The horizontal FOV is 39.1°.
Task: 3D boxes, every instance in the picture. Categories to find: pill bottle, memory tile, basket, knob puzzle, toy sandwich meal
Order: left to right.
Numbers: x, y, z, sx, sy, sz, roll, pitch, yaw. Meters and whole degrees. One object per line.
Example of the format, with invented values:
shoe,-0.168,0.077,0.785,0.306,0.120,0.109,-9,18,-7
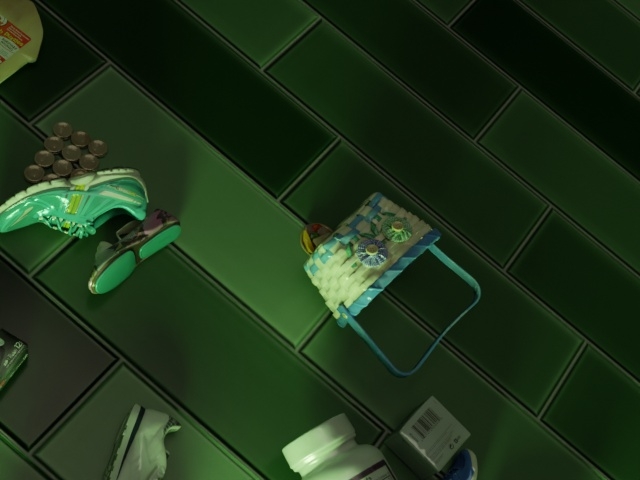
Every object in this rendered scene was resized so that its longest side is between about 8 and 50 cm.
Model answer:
knob puzzle,-0.633,-0.406,1.764,0.213,0.030,0.213,7,63,-14
memory tile,-0.478,-0.149,1.699,0.113,0.012,0.148,26,59,-4
toy sandwich meal,0.000,0.000,1.770,0.086,0.029,0.085,7,63,-15
pill bottle,0.062,0.448,1.492,0.169,0.169,0.301,-24,74,-26
basket,0.130,0.079,1.675,0.289,0.201,0.255,46,61,0

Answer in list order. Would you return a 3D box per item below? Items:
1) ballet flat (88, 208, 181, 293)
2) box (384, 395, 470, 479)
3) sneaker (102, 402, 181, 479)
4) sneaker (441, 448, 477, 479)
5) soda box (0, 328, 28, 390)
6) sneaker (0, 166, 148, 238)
ballet flat,-0.352,0.015,1.633,0.079,0.077,0.221,33,53,21
box,0.192,0.357,1.624,0.102,0.087,0.101,45,60,6
sneaker,-0.301,0.384,1.459,0.095,0.090,0.235,25,61,-16
sneaker,0.226,0.437,1.613,0.085,0.058,0.152,25,66,-15
soda box,-0.548,0.230,1.463,0.053,0.060,0.169,31,60,0
sneaker,-0.444,-0.056,1.604,0.275,0.107,0.110,-14,83,-12
